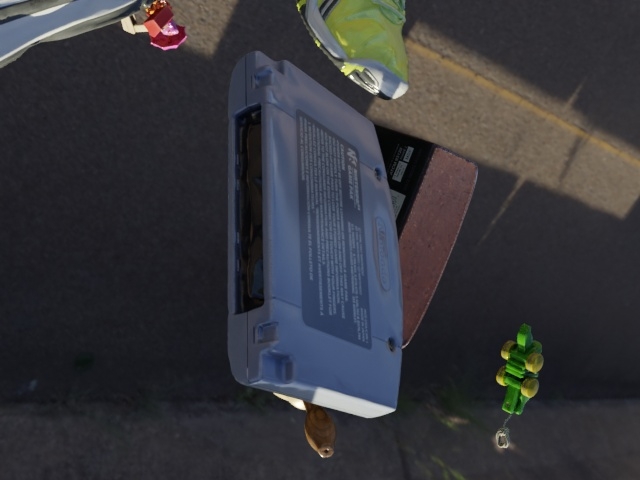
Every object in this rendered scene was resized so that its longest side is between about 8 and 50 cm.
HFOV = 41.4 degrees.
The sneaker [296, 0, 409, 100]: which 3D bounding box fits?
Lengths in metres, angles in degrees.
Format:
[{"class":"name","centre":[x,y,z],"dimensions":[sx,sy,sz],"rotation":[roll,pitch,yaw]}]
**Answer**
[{"class":"sneaker","centre":[0.053,-0.365,1.137],"dimensions":[0.147,0.385,0.145],"rotation":[-30,153,29]}]

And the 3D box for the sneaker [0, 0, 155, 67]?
[{"class":"sneaker","centre":[-0.291,-0.330,0.798],"dimensions":[0.447,0.169,0.258],"rotation":[-42,143,-33]}]

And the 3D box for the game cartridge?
[{"class":"game cartridge","centre":[0.000,0.000,0.751],"dimensions":[0.062,0.297,0.198],"rotation":[-17,151,29]}]

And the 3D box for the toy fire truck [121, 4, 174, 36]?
[{"class":"toy fire truck","centre":[-0.386,-0.450,1.653],"dimensions":[0.135,0.192,0.047],"rotation":[48,59,-28]}]

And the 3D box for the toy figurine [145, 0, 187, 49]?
[{"class":"toy figurine","centre":[-0.344,-0.483,1.795],"dimensions":[0.130,0.173,0.159],"rotation":[-42,111,-16]}]

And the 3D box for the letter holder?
[{"class":"letter holder","centre":[0.131,0.003,1.305],"dimensions":[0.214,0.152,0.302],"rotation":[17,97,-44]}]

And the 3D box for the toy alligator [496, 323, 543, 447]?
[{"class":"toy alligator","centre":[0.292,0.209,1.230],"dimensions":[0.051,0.056,0.190],"rotation":[-5,108,-39]}]

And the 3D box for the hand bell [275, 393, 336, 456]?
[{"class":"hand bell","centre":[-0.009,0.221,1.140],"dimensions":[0.126,0.242,0.126],"rotation":[-3,109,-8]}]
